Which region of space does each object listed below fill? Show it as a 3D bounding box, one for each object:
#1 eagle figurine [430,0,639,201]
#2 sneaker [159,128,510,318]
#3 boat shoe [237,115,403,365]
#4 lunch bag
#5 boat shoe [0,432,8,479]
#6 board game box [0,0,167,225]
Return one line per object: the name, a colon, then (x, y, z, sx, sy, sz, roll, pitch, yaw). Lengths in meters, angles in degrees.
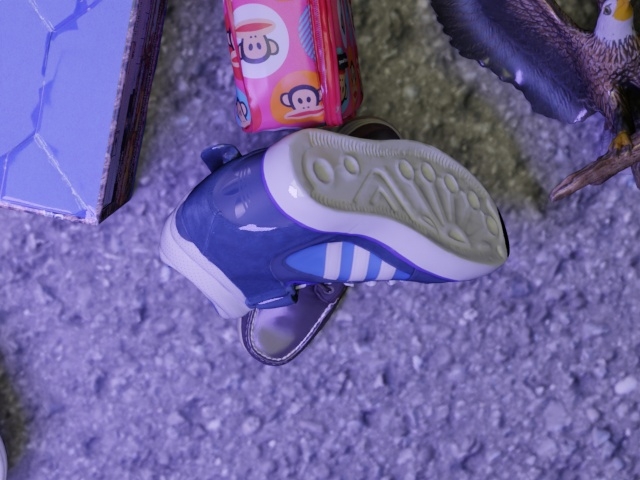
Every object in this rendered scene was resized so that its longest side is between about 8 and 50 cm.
eagle figurine: (0.274, -0.211, 1.658, 0.226, 0.225, 0.298, -9, 60, -39)
sneaker: (0.000, 0.000, 1.598, 0.236, 0.322, 0.130, -30, 59, 38)
boat shoe: (0.000, 0.004, 1.694, 0.102, 0.092, 0.285, 31, 95, -6)
lunch bag: (-0.033, -0.235, 1.571, 0.120, 0.293, 0.258, -7, 97, 4)
boat shoe: (-0.515, 0.104, 1.656, 0.500, 0.156, 0.187, 38, 87, -1)
board game box: (-0.242, -0.151, 1.571, 0.141, 0.291, 0.232, 11, 95, -2)
